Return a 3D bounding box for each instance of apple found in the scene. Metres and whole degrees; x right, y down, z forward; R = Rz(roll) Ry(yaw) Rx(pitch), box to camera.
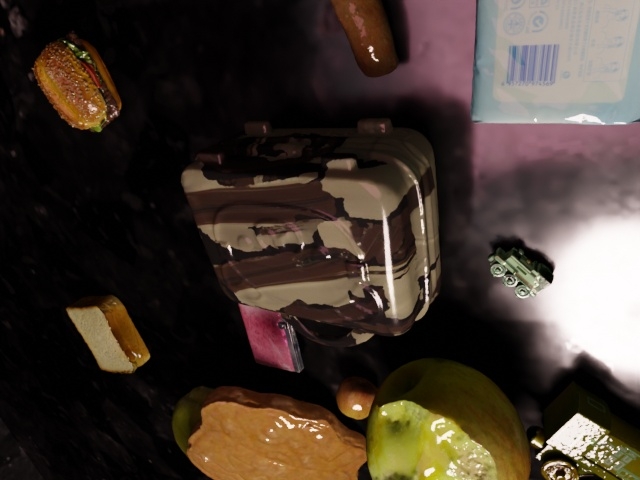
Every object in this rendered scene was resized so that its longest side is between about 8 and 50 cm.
[{"bbox_3d":[0.069,0.297,0.919,0.083,0.084,0.071,21,99,20],"label":"apple"},{"bbox_3d":[0.182,0.304,0.747,0.246,0.246,0.226,-16,106,37],"label":"apple"}]

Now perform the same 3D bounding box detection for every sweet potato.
[{"bbox_3d":[0.014,-0.375,0.538,0.109,0.109,0.386,7,126,29],"label":"sweet potato"}]

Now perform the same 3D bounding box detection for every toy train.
[{"bbox_3d":[0.425,0.322,0.713,0.225,0.090,0.137,30,119,7],"label":"toy train"},{"bbox_3d":[0.272,0.041,0.673,0.083,0.033,0.053,43,126,3],"label":"toy train"}]

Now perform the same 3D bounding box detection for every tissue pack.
[{"bbox_3d":[0.245,-0.252,0.478,0.177,0.089,0.264,8,119,26],"label":"tissue pack"}]

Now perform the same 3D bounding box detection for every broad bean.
[{"bbox_3d":[-0.262,0.471,1.206,0.238,0.119,0.291,35,130,5],"label":"broad bean"}]

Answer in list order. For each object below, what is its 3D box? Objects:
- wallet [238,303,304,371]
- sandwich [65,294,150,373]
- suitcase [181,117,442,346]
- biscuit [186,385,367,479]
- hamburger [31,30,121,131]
[{"bbox_3d":[-0.109,0.160,0.986,0.119,0.025,0.232,4,118,31],"label":"wallet"},{"bbox_3d":[-0.560,0.247,1.292,0.186,0.065,0.215,-10,111,35],"label":"sandwich"},{"bbox_3d":[0.000,0.000,0.716,0.351,0.194,0.339,7,127,30],"label":"suitcase"},{"bbox_3d":[-0.095,0.468,1.056,0.384,0.062,0.365,19,125,-6],"label":"biscuit"},{"bbox_3d":[-0.447,-0.276,0.889,0.137,0.087,0.166,-16,108,38],"label":"hamburger"}]
